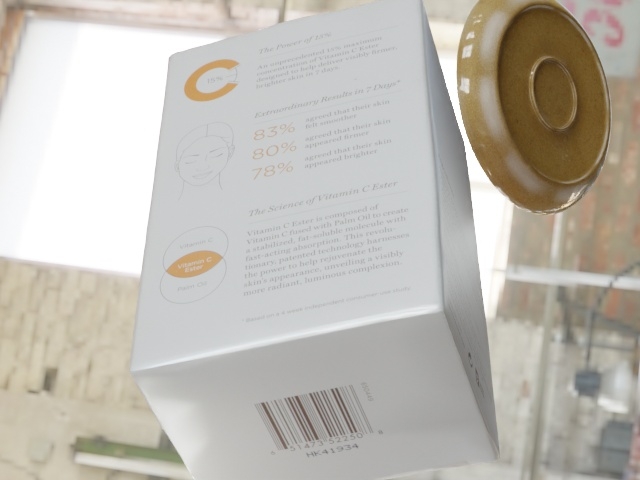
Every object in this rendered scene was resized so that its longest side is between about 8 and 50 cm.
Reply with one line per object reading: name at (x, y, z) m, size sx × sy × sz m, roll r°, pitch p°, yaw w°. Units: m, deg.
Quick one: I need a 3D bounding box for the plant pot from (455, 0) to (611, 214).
plant pot at (0.224, -0.144, 1.455) m, size 0.236 × 0.032 × 0.236 m, roll 9°, pitch -103°, yaw -44°

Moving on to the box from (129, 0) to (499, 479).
box at (0.000, 0.000, 1.085) m, size 0.345 × 0.215 × 0.168 m, roll -89°, pitch -18°, yaw -45°
